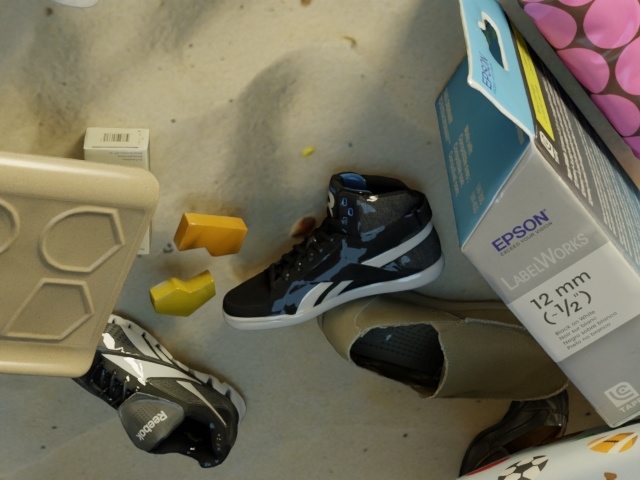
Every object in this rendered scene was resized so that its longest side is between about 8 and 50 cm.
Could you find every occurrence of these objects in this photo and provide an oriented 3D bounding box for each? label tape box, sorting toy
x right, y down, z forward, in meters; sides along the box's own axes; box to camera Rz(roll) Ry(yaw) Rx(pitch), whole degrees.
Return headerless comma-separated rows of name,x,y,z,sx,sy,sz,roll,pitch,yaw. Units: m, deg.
label tape box,0.180,-0.045,1.358,0.115,0.249,0.348,-35,117,19
sorting toy,-0.233,0.024,1.453,0.307,0.041,0.229,6,123,-30

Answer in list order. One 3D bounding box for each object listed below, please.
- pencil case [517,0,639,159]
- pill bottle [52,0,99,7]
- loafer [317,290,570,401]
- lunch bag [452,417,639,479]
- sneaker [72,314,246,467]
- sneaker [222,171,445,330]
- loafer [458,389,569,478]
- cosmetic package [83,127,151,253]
pencil case,0.261,-0.167,1.380,0.098,0.095,0.209,-40,118,5
pill bottle,-0.184,-0.278,1.295,0.094,0.094,0.169,19,121,-13
loafer,0.127,0.112,1.551,0.268,0.092,0.102,11,122,-8
lunch bag,0.274,0.286,1.466,0.327,0.385,0.239,-18,84,18
sneaker,-0.174,0.149,1.561,0.234,0.106,0.078,32,116,-19
sneaker,0.000,0.000,1.493,0.216,0.079,0.121,-16,119,0
loafer,0.195,0.219,1.639,0.062,0.061,0.170,22,120,-16
cosmetic package,-0.186,-0.045,1.475,0.060,0.041,0.115,0,123,-2
